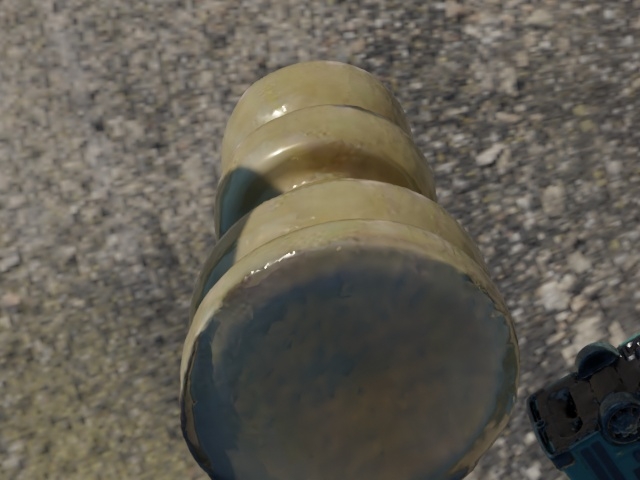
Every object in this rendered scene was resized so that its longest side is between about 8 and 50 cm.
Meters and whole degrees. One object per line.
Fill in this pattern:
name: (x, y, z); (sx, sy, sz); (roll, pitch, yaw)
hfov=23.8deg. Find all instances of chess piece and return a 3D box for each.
chess piece: (0.000, 0.000, 0.710); (0.142, 0.261, 0.143); (-3, 120, -5)

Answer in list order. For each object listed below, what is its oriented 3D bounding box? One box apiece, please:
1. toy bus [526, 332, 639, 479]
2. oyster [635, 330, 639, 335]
toy bus: (0.213, 0.097, 0.908); (0.160, 0.079, 0.092); (-32, 113, 10)
oyster: (0.296, 0.141, 1.172); (0.094, 0.294, 0.166); (1, 77, 43)
